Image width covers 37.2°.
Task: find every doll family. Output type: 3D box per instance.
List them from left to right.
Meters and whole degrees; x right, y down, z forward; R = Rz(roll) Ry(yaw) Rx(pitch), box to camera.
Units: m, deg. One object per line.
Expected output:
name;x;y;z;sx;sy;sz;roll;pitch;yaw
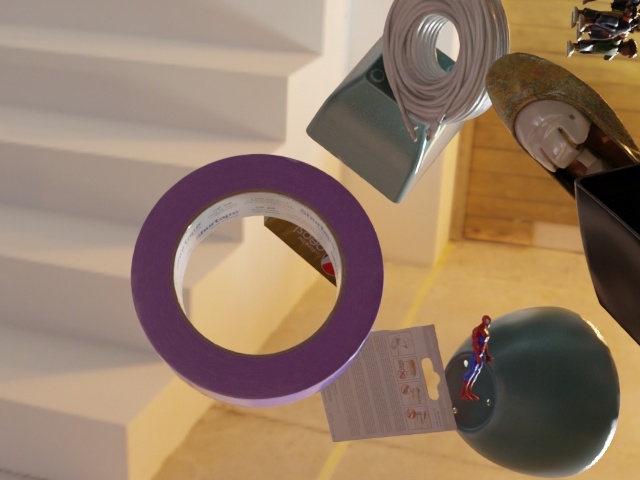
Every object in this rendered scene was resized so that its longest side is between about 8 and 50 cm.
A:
doll family;0.386;-0.288;1.227;0.111;0.076;0.193;3;177;6

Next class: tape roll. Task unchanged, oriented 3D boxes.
tape roll;-0.069;0.045;1.068;0.274;0.275;0.090;2;165;-2

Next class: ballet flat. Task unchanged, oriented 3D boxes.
ballet flat;0.341;-0.098;1.202;0.348;0.123;0.123;44;-155;-3

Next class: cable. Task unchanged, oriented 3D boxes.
cable;0.208;-0.322;1.590;0.089;0.257;0.257;-7;-113;-36

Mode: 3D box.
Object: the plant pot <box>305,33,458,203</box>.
plant pot;0.154;-0.267;1.840;0.247;0.252;0.248;39;-108;2

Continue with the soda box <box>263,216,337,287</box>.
soda box;0.000;0.000;1.384;0.181;0.061;0.058;41;-159;-23

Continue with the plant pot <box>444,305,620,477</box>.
plant pot;0.315;0.250;1.577;0.195;0.290;0.290;6;-164;-34

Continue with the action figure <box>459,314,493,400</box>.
action figure;0.212;0.156;1.277;0.030;0.115;0.038;10;-179;35

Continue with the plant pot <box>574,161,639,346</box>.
plant pot;0.406;0.025;1.065;0.187;0.167;0.188;-14;-146;-13

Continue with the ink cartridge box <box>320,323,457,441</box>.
ink cartridge box;0.106;0.232;1.568;0.224;0.181;0.056;-11;-176;23
